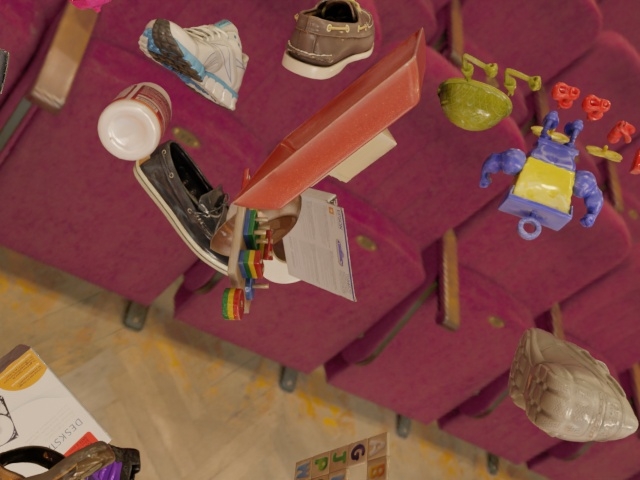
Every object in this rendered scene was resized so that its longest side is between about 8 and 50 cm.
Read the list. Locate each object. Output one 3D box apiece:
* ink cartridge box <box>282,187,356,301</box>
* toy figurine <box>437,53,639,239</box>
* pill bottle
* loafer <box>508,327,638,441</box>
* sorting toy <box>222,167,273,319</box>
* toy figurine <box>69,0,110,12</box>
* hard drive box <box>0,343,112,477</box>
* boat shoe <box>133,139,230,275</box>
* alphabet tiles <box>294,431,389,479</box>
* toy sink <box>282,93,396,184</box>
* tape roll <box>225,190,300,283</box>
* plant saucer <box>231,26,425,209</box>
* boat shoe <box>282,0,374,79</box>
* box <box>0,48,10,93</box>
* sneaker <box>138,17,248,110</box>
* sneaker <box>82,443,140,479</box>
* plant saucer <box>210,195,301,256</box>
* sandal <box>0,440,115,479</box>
[{"bbox_3d":[0.000,0.000,1.501,0.045,0.224,0.223,-27,121,-34],"label":"ink cartridge box"},{"bbox_3d":[0.336,-0.115,1.110,0.362,0.191,0.217,20,82,2],"label":"toy figurine"},{"bbox_3d":[-0.373,-0.253,1.444,0.121,0.121,0.221,47,15,-20],"label":"pill bottle"},{"bbox_3d":[0.321,0.191,0.928,0.319,0.111,0.112,-44,149,-80],"label":"loafer"},{"bbox_3d":[-0.103,0.019,1.099,0.132,0.046,0.274,83,9,-57],"label":"sorting toy"},{"bbox_3d":[-0.408,-0.465,1.172,0.159,0.130,0.173,37,71,-54],"label":"toy figurine"},{"bbox_3d":[-0.521,0.330,1.248,0.181,0.089,0.232,-46,113,-29],"label":"hard drive box"},{"bbox_3d":[-0.342,-0.088,2.083,0.500,0.156,0.187,50,23,-4],"label":"boat shoe"},{"bbox_3d":[0.023,0.423,1.061,0.009,0.198,0.237,40,37,-30],"label":"alphabet tiles"},{"bbox_3d":[0.048,-0.246,1.783,0.153,0.234,0.131,60,18,20],"label":"toy sink"},{"bbox_3d":[-0.108,-0.029,1.863,0.246,0.169,0.246,-14,119,-28],"label":"tape roll"},{"bbox_3d":[0.029,-0.143,0.852,0.048,0.258,0.259,49,22,-13],"label":"plant saucer"},{"bbox_3d":[0.030,-0.374,1.231,0.116,0.097,0.324,23,34,11],"label":"boat shoe"},{"bbox_3d":[-0.523,-0.240,0.889,0.232,0.183,0.059,10,97,-26],"label":"box"},{"bbox_3d":[-0.127,-0.208,0.754,0.071,0.083,0.190,28,1,12],"label":"sneaker"},{"bbox_3d":[-0.472,0.489,1.540,0.146,0.102,0.293,-30,68,-20],"label":"sneaker"},{"bbox_3d":[-0.114,-0.021,1.339,0.198,0.198,0.036,-12,64,-51],"label":"plant saucer"},{"bbox_3d":[-0.296,0.232,0.695,0.090,0.219,0.060,-17,79,-61],"label":"sandal"}]
